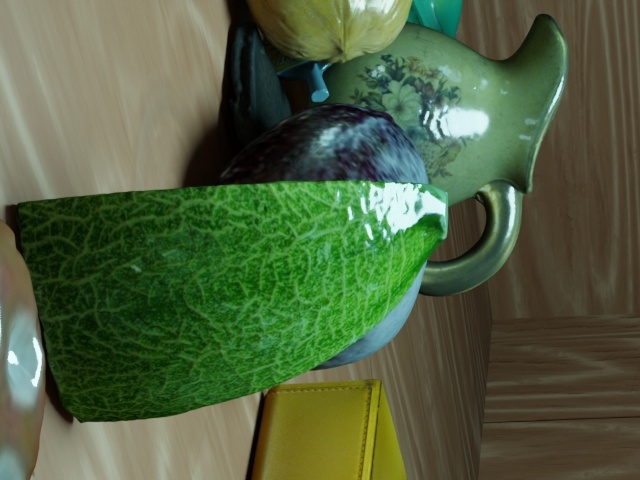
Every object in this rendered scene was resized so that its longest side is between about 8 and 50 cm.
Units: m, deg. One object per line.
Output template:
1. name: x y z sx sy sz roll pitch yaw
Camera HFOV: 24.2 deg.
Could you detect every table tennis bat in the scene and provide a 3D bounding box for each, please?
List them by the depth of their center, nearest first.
1. table tennis bat: -0.016 -0.211 1.705 0.019 0.100 0.155 62 10 -45

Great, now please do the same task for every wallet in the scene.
1. wallet: -0.050 -0.087 1.694 0.321 0.044 0.171 65 22 -55

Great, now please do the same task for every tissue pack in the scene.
1. tissue pack: 0.004 0.317 1.613 0.275 0.145 0.194 -80 160 -43

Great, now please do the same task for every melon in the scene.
1. melon: -0.049 0.019 1.111 0.124 0.323 0.196 -111 -169 -58

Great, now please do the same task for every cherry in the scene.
1. cherry: 0.000 0.000 1.485 0.296 0.218 0.255 -58 138 -38

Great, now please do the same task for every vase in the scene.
1. vase: 0.142 -0.098 1.768 0.241 0.302 0.329 -3 92 -83

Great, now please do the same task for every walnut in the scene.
1. walnut: 0.007 -0.299 1.637 0.193 0.193 0.226 54 17 -67

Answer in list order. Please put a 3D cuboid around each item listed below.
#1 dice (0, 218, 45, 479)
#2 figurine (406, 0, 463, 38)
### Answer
1. dice: -0.221 0.059 0.615 0.175 0.179 0.174 57 32 -61
2. figurine: 0.081 -0.333 1.970 0.324 0.231 0.340 -125 -165 -64
